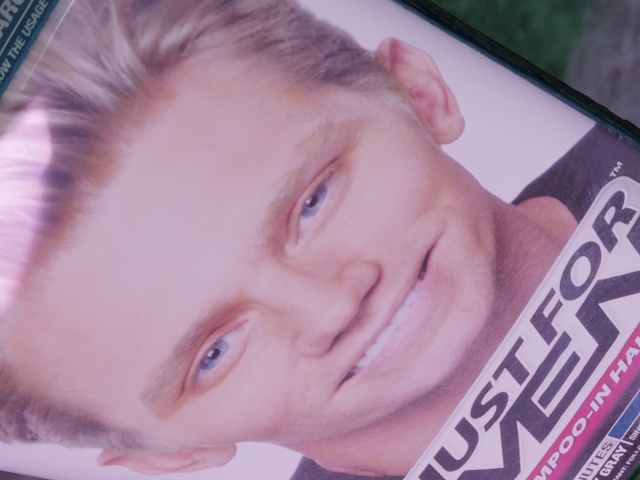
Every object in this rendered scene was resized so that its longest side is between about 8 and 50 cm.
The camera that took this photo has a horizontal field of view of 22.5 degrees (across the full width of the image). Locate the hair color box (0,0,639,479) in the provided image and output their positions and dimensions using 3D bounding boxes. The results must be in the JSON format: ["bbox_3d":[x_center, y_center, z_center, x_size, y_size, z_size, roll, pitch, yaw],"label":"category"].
[{"bbox_3d":[0.000,0.000,0.538,0.347,0.105,0.174,21,106,-45],"label":"hair color box"}]
